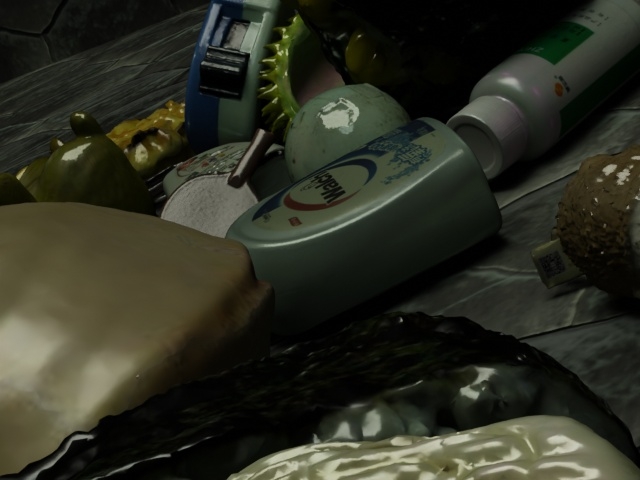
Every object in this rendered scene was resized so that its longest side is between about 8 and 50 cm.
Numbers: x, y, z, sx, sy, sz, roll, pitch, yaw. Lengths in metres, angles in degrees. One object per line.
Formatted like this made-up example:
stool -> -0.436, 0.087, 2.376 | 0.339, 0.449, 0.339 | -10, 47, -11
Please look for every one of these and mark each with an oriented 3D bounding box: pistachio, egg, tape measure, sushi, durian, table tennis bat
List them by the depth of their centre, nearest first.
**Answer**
sushi -> -0.017, 0.158, 0.781 | 0.350, 0.211, 0.171 | -25, 11, -19
pistachio -> -0.184, 0.125, 1.040 | 0.365, 0.281, 0.445 | -37, 4, -10
egg -> 0.026, -0.087, 1.582 | 0.131, 0.131, 0.164 | -29, 15, -13
table tennis bat -> -0.099, -0.063, 1.609 | 0.107, 0.119, 0.170 | 24, 69, 16
sushi -> 0.074, -0.283, 1.643 | 0.285, 0.328, 0.328 | -48, -7, 32
durian -> 0.068, -0.203, 1.846 | 0.355, 0.157, 0.169 | -32, 29, -29
tape measure -> -0.081, -0.176, 1.990 | 0.098, 0.351, 0.215 | 12, 72, 13

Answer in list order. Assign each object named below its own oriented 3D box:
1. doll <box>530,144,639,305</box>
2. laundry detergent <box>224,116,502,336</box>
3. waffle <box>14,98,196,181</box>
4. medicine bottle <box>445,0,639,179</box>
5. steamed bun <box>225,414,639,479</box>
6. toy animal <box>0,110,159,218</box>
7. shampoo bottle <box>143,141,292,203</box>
doll -> 0.225, -0.011, 1.125 | 0.105, 0.115, 0.221 | -41, 14, -17
laundry detergent -> 0.000, 0.000, 1.405 | 0.280, 0.105, 0.215 | -28, 18, -3
waffle -> -0.296, -0.085, 2.116 | 0.379, 0.095, 0.382 | -29, 14, -17
medicine bottle -> 0.217, -0.146, 1.553 | 0.095, 0.095, 0.260 | -7, 24, 46
steamed bun -> 0.006, 0.222, 0.551 | 0.320, 0.206, 0.275 | -27, 32, -8
toy animal -> -0.344, 0.012, 1.722 | 0.363, 0.180, 0.181 | -33, 11, -28
shampoo bottle -> -0.122, -0.056, 1.813 | 0.153, 0.071, 0.284 | -34, 16, -14
